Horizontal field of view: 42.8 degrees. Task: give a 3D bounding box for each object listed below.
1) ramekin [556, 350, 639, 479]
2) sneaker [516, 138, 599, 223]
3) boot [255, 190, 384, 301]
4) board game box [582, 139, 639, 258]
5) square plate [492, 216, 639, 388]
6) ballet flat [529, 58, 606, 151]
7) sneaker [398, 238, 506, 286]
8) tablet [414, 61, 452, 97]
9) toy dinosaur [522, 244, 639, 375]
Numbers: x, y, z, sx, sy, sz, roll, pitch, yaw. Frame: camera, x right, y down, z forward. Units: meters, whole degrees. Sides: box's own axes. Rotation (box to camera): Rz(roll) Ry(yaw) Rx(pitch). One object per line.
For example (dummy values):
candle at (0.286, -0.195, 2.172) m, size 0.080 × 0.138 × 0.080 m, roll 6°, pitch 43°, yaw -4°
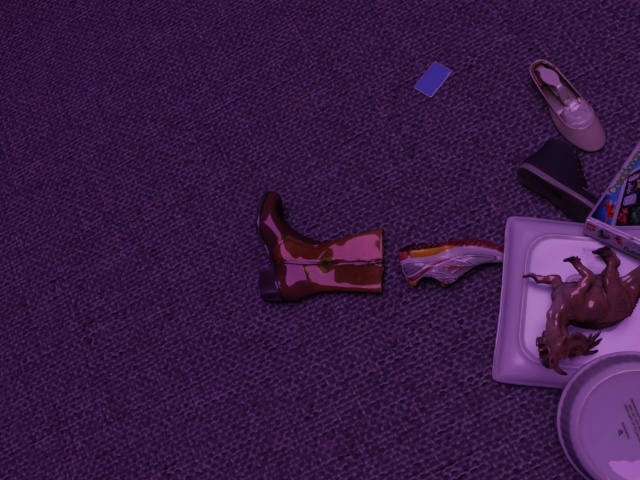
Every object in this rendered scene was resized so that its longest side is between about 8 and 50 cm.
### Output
ramekin at (0.562, 0.333, 1.454) m, size 0.273 × 0.127 × 0.272 m, roll -2°, pitch 83°, yaw 15°
sneaker at (0.534, -0.126, 1.701) m, size 0.222 × 0.083 × 0.118 m, roll 39°, pitch 72°, yaw 18°
boot at (0.000, 0.000, 1.811) m, size 0.281 × 0.096 × 0.264 m, roll -8°, pitch 67°, yaw 13°
board game box at (0.677, -0.089, 1.607) m, size 0.193 × 0.053 × 0.305 m, roll 29°, pitch 62°, yaw 25°
square plate at (0.526, 0.124, 1.597) m, size 0.347 × 0.049 × 0.343 m, roll 5°, pitch 78°, yaw 15°
ballet flat at (0.531, -0.300, 1.769) m, size 0.086 × 0.086 × 0.248 m, roll -31°, pitch 64°, yaw 4°
sneaker at (0.281, 0.047, 1.722) m, size 0.225 × 0.088 × 0.092 m, roll -6°, pitch 99°, yaw 8°
tablet at (0.266, -0.380, 1.925) m, size 0.054 × 0.006 × 0.083 m, roll 36°, pitch 84°, yaw 26°
toy dinosaur at (0.509, 0.125, 1.517) m, size 0.296 × 0.127 × 0.200 m, roll -17°, pitch 80°, yaw -4°
